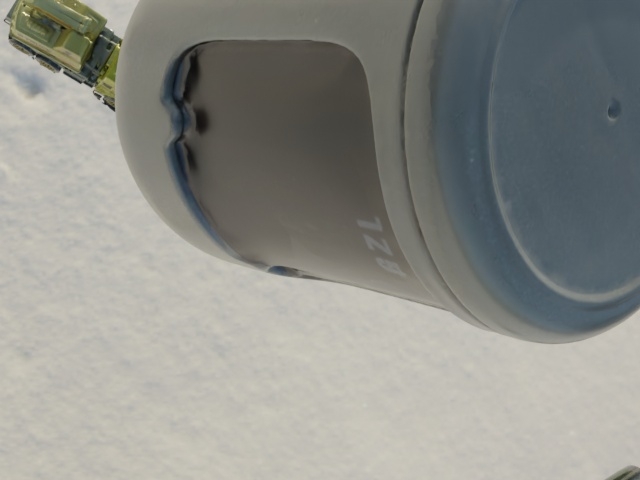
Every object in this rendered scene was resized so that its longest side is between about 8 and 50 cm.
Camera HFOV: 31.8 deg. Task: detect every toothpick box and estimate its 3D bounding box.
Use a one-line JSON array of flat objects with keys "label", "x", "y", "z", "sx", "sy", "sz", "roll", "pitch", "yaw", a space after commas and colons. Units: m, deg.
[{"label": "toothpick box", "x": 0.031, "y": -0.082, "z": 0.598, "sx": 0.229, "sy": 0.316, "sz": 0.228, "roll": -8, "pitch": 103, "yaw": -39}]

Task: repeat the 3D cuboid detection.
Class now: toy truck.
[{"label": "toy truck", "x": -0.387, "y": -0.326, "z": 1.867, "sx": 0.272, "sy": 0.157, "sz": 0.124, "roll": 32, "pitch": 80, "yaw": -16}]

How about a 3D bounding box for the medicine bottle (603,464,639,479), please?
[{"label": "medicine bottle", "x": 0.220, "y": 0.273, "z": 1.018, "sx": 0.199, "sy": 0.058, "sz": 0.057, "roll": -25, "pitch": 106, "yaw": -19}]
